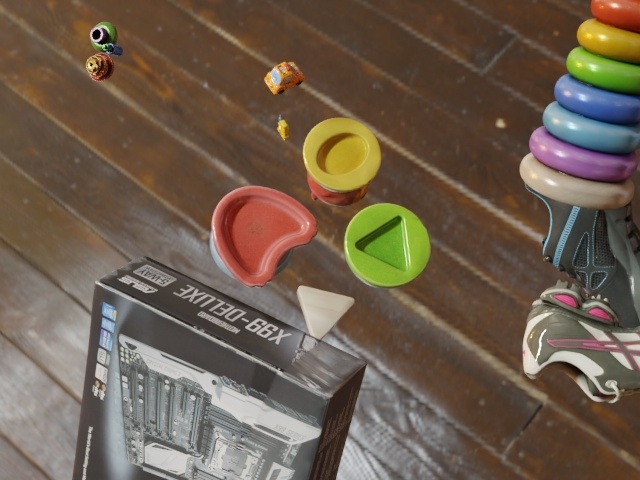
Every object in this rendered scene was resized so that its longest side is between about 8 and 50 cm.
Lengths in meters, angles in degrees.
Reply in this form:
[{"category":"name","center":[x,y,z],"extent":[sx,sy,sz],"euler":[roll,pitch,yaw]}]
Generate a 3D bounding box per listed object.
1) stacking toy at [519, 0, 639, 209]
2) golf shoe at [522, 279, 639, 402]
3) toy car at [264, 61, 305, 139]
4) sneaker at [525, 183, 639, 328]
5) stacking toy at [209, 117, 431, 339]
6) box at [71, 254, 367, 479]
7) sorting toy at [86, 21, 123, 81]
[{"category":"stacking toy","center":[0.341,-0.209,1.227],"extent":[0.141,0.330,0.141],"euler":[9,23,-4]},{"category":"golf shoe","center":[0.374,0.149,1.240],"extent":[0.273,0.105,0.120],"euler":[18,66,12]},{"category":"toy car","center":[-0.043,-0.212,1.530],"extent":[0.060,0.040,0.122],"euler":[-11,66,-10]},{"category":"sneaker","center":[0.395,0.025,1.480],"extent":[0.140,0.125,0.341],"euler":[-14,101,23]},{"category":"stacking toy","center":[0.000,0.000,1.601],"extent":[0.309,0.130,0.279],"euler":[-35,80,-17]},{"category":"box","center":[-0.108,0.200,0.968],"extent":[0.242,0.307,0.076],"euler":[24,29,20]},{"category":"sorting toy","center":[-0.362,-0.314,1.716],"extent":[0.061,0.042,0.102],"euler":[-1,87,25]}]
